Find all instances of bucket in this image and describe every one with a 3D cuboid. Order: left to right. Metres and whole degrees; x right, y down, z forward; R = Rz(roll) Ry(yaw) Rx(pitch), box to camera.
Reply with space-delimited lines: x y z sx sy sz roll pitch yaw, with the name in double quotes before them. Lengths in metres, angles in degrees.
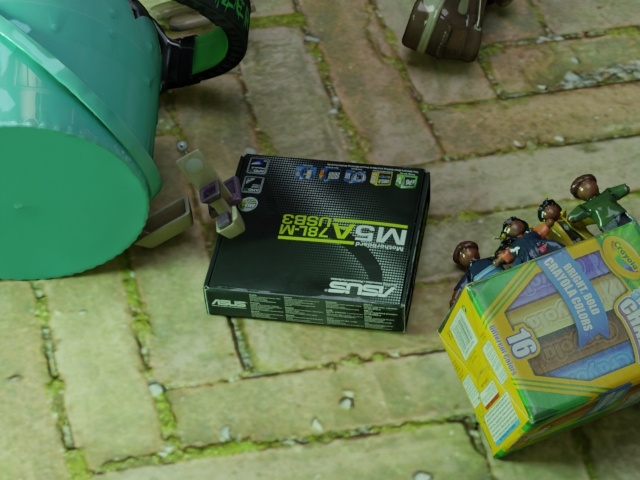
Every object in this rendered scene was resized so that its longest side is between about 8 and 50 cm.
"bucket" -0.275 -0.103 1.736 0.281 0.281 0.183 -4 56 -2

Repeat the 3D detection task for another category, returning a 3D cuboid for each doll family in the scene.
"doll family" 0.205 0.008 1.743 0.193 0.076 0.111 -24 54 -16

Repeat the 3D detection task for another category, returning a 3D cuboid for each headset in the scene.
"headset" -0.254 -0.238 1.889 0.394 0.243 0.185 -7 68 29

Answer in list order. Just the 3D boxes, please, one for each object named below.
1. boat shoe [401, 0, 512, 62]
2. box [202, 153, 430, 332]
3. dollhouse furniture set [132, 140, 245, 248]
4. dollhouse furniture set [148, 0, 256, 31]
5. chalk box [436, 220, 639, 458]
"boat shoe" 0.169 -0.282 2.028 0.095 0.095 0.257 22 55 4
"box" 0.000 0.000 1.778 0.191 0.045 0.184 6 44 9
"dollhouse furniture set" -0.140 -0.034 1.762 0.114 0.081 0.091 -29 35 12
"dollhouse furniture set" -0.200 -0.343 2.015 0.161 0.212 0.242 -18 21 -17
"chalk box" 0.230 0.080 1.605 0.213 0.132 0.132 -19 73 -15
